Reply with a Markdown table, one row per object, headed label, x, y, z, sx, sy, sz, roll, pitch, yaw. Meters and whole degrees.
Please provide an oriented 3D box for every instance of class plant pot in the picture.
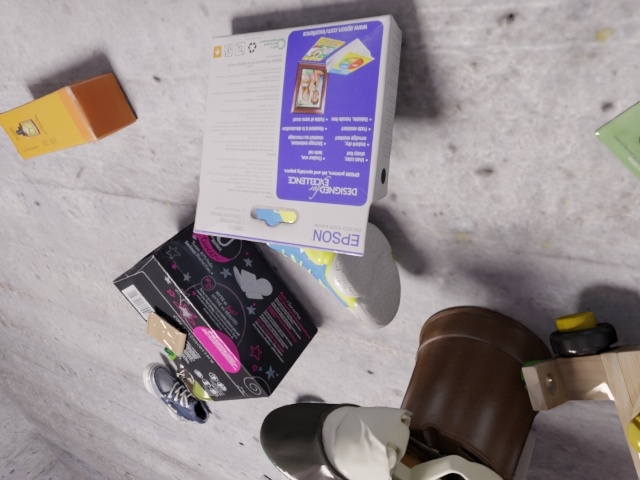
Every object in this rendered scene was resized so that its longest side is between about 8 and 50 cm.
| label | x | y | z | sx | sy | sz | roll | pitch | yaw |
| --- | --- | --- | --- | --- | --- | --- | --- | --- | --- |
| plant pot | -0.210 | 0.254 | 0.932 | 0.083 | 0.083 | 0.079 | 15 | 119 | 26 |
| plant pot | 0.164 | 0.190 | 0.543 | 0.167 | 0.165 | 0.167 | 19 | 132 | 23 |

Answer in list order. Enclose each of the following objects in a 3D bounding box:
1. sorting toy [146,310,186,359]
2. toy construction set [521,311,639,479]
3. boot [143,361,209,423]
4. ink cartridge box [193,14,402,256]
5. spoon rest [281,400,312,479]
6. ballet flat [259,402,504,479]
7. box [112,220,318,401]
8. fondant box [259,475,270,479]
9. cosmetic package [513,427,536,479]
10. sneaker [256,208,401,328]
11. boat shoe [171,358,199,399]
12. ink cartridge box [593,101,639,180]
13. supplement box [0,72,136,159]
| label | x | y | z | sx | sy | sz | roll | pitch | yaw |
| --- | --- | --- | --- | --- | --- | --- | --- | --- | --- |
| sorting toy | -0.220 | 0.139 | 0.681 | 0.062 | 0.012 | 0.083 | 30 | 133 | 7 |
| toy construction set | 0.274 | 0.185 | 0.382 | 0.237 | 0.309 | 0.257 | -14 | 106 | 47 |
| boot | -0.327 | 0.352 | 1.103 | 0.086 | 0.069 | 0.190 | -1 | 131 | 28 |
| ink cartridge box | -0.030 | -0.099 | 0.468 | 0.206 | 0.045 | 0.208 | 8 | 93 | 30 |
| spoon rest | -0.023 | 0.420 | 0.907 | 0.084 | 0.137 | 0.276 | 27 | 129 | 58 |
| ballet flat | 0.082 | 0.209 | 0.439 | 0.281 | 0.095 | 0.096 | 25 | 125 | 3 |
| box | -0.153 | 0.099 | 0.716 | 0.163 | 0.142 | 0.247 | -23 | 107 | 45 |
| fondant box | -0.105 | 0.776 | 1.251 | 0.238 | 0.096 | 0.330 | 31 | 137 | 11 |
| cosmetic package | 0.134 | 0.399 | 0.584 | 0.155 | 0.365 | 0.196 | 15 | 131 | 26 |
| sneaker | 0.000 | 0.000 | 0.574 | 0.126 | 0.091 | 0.240 | -24 | 95 | 54 |
| boat shoe | -0.290 | 0.293 | 1.040 | 0.046 | 0.038 | 0.125 | -12 | 115 | 41 |
| ink cartridge box | 0.299 | -0.087 | 0.301 | 0.109 | 0.062 | 0.209 | 43 | 137 | -2 |
| supplement box | -0.381 | -0.179 | 0.705 | 0.233 | 0.080 | 0.078 | -2 | 121 | 34 |
